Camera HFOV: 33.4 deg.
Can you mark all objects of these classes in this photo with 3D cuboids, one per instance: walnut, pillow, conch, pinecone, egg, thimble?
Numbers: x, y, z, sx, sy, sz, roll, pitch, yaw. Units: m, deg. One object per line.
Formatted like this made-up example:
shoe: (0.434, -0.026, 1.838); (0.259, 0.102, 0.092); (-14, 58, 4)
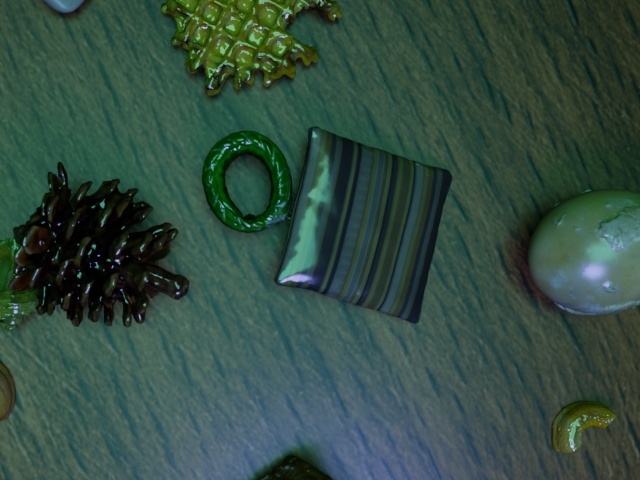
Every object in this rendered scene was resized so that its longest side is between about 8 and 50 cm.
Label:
walnut: (-0.439, 0.183, 1.333); (0.121, 0.052, 0.091); (41, 82, -5)
pillow: (0.057, -0.018, 1.372); (0.212, 0.052, 0.208); (17, 83, -22)
conch: (-0.391, 0.056, 1.330); (0.089, 0.074, 0.121); (2, 90, -3)
pinecone: (-0.264, 0.016, 1.298); (0.212, 0.168, 0.186); (16, 97, -21)
egg: (0.363, 0.014, 1.367); (0.201, 0.164, 0.164); (-16, 90, -11)
thimble: (-0.092, -0.072, 1.357); (0.118, 0.090, 0.130); (-37, 91, -3)

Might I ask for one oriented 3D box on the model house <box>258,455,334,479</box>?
model house: (-0.019, 0.397, 1.304); (0.219, 0.199, 0.229); (8, 92, -18)

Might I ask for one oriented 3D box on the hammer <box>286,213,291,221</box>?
hammer: (0.000, 0.000, 1.403); (0.110, 0.019, 0.035); (37, 85, 2)

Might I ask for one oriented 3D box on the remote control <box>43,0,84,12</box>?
remote control: (-0.254, -0.423, 1.356); (0.038, 0.090, 0.309); (34, 85, 34)

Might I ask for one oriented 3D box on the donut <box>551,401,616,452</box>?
donut: (0.353, 0.248, 1.418); (0.083, 0.038, 0.067); (1, 85, -4)

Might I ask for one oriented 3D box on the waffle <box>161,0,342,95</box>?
waffle: (-0.093, -0.314, 1.386); (0.228, 0.051, 0.232); (-21, 90, -3)
